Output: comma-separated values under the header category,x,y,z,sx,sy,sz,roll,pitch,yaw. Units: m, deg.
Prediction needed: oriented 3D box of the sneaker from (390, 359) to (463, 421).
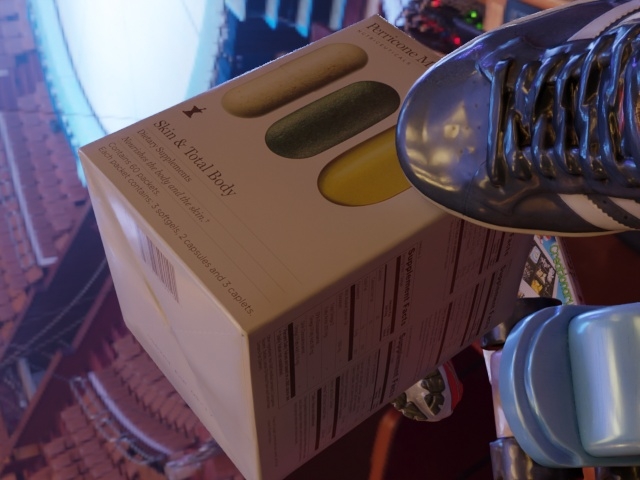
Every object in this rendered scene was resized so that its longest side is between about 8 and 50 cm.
category,x,y,z,sx,sy,sz,roll,pitch,yaw
sneaker,0.094,0.104,1.083,0.107,0.118,0.279,-32,72,25

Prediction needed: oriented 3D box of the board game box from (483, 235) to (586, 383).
category,x,y,z,sx,sy,sz,roll,pitch,yaw
board game box,0.379,0.109,1.540,0.193,0.053,0.305,-26,44,24

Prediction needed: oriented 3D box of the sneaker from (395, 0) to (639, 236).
category,x,y,z,sx,sy,sz,roll,pitch,yaw
sneaker,0.155,-0.060,0.367,0.350,0.148,0.131,0,94,42

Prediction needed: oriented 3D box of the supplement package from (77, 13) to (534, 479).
category,x,y,z,sx,sy,sz,roll,pitch,yaw
supplement package,0.000,0.000,0.622,0.199,0.262,0.198,43,150,32

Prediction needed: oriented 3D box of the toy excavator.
category,x,y,z,sx,sy,sz,roll,pitch,yaw
toy excavator,0.439,0.150,0.903,0.445,0.432,0.223,135,135,-69
